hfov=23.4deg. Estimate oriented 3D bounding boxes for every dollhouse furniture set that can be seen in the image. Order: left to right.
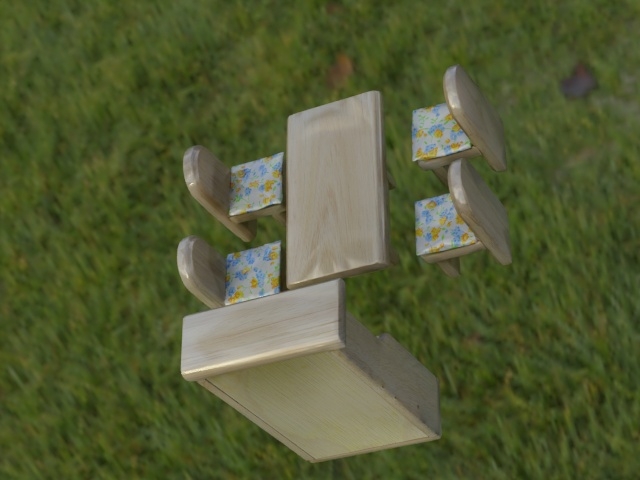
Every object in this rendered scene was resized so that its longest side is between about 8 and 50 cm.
[{"bbox_3d":[0.000,0.000,1.023,0.212,0.161,0.242,-15,57,23],"label":"dollhouse furniture set"}]
